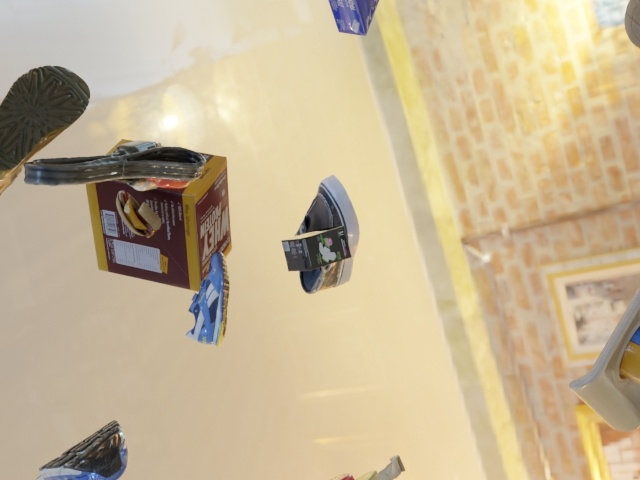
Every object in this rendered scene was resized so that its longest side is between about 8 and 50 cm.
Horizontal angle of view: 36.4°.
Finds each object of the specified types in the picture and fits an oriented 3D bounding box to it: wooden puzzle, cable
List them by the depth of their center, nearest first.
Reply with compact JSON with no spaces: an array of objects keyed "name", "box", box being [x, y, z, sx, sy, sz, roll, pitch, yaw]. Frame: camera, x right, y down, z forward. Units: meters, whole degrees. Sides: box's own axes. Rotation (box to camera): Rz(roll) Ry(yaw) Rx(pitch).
[{"name":"cable","box":[-0.245,-0.077,1.216,0.287,0.139,0.072,-35,-44,-66]},{"name":"wooden puzzle","box":[0.548,0.139,1.508,0.348,0.080,0.322,-54,-36,-2]}]

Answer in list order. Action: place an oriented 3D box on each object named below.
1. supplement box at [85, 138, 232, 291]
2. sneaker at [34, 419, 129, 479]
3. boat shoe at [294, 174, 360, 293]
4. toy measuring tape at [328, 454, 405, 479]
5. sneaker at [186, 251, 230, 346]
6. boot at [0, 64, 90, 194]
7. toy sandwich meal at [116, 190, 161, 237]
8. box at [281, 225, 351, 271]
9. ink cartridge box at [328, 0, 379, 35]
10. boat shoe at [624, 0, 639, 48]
[{"name":"supplement box","box":[-0.263,-0.043,1.614,0.129,0.194,0.191,-59,-25,-51]},{"name":"sneaker","box":[-0.323,0.364,1.393,0.129,0.330,0.147,-32,-99,-32]},{"name":"boat shoe","box":[0.000,0.000,1.797,0.108,0.102,0.301,56,160,27]},{"name":"toy measuring tape","box":[0.068,0.491,1.878,0.330,0.121,0.122,-16,-87,-69]},{"name":"sneaker","box":[-0.170,0.087,1.471,0.053,0.059,0.144,62,-147,-76]},{"name":"boot","box":[-0.447,-0.101,1.327,0.089,0.269,0.236,44,-136,-8]},{"name":"toy sandwich meal","box":[-0.274,-0.042,1.467,0.086,0.029,0.086,57,-166,-22]},{"name":"box","box":[-0.006,0.013,1.491,0.083,0.062,0.052,-16,-84,-32]},{"name":"ink cartridge box","box":[0.067,-0.397,1.350,0.097,0.046,0.207,64,-137,-60]},{"name":"boat shoe","box":[0.499,-0.244,1.133,0.092,0.285,0.103,-30,-52,-33]}]
